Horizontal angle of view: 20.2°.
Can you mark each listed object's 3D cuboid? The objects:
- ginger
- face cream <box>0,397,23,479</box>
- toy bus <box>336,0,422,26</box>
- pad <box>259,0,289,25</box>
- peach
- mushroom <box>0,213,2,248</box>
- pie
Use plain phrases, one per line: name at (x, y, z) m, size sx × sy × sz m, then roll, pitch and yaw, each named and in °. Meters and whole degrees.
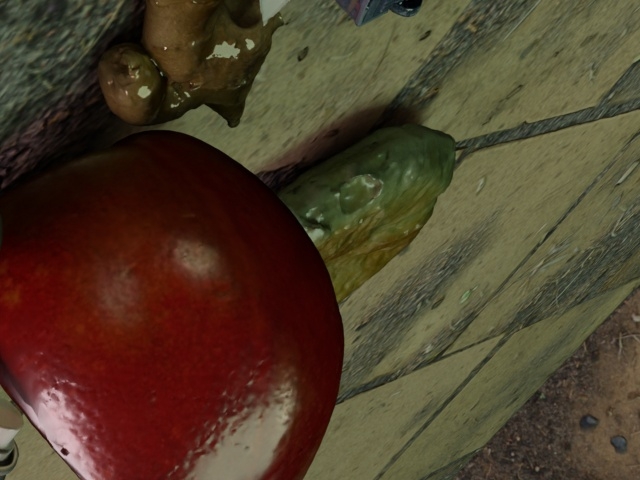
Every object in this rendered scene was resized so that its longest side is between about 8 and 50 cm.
ginger at (-0.066, -0.141, 1.114) m, size 0.133 × 0.059 × 0.214 m, roll -16°, pitch 150°, yaw -38°
face cream at (-0.330, 0.229, 1.433) m, size 0.283 × 0.073 × 0.073 m, roll -48°, pitch 162°, yaw 22°
toy bus at (0.079, -0.211, 1.215) m, size 0.190 × 0.075 × 0.064 m, roll -29°, pitch 161°, yaw -37°
pad at (0.034, -0.242, 1.069) m, size 0.232 × 0.004 × 0.156 m, roll -48°, pitch 162°, yaw -19°
peach at (-0.099, 0.072, 1.173) m, size 0.245 × 0.275 × 0.248 m, roll -32°, pitch 175°, yaw 28°
mushroom at (-0.242, -0.004, 1.001) m, size 0.141 × 0.117 × 0.188 m, roll -52°, pitch 159°, yaw -4°
pie at (0.000, 0.000, 1.581) m, size 0.306 × 0.071 × 0.306 m, roll -35°, pitch 165°, yaw -11°
